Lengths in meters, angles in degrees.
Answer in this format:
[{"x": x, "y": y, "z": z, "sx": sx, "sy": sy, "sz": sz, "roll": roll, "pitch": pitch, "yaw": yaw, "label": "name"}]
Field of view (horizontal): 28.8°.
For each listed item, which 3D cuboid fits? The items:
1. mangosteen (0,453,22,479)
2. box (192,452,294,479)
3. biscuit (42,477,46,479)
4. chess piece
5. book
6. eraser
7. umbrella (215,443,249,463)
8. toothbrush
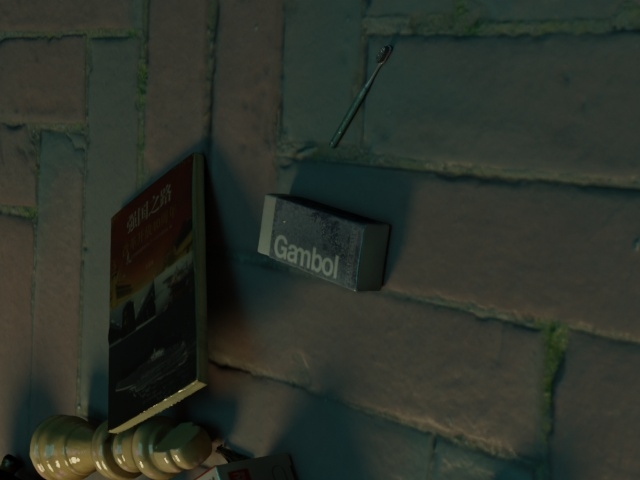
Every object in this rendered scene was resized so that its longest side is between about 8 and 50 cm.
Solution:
[{"x": -0.602, "y": 0.494, "z": 2.251, "sx": 0.235, "sy": 0.236, "sz": 0.261, "roll": -56, "pitch": 13, "yaw": 33, "label": "mangosteen"}, {"x": -0.088, "y": 0.395, "z": 1.708, "sx": 0.099, "sy": 0.133, "sz": 0.182, "roll": -40, "pitch": 60, "yaw": 42, "label": "box"}, {"x": -0.467, "y": 0.436, "z": 2.212, "sx": 0.087, "sy": 0.027, "sz": 0.089, "roll": 40, "pitch": 119, "yaw": 41, "label": "biscuit"}, {"x": -0.314, "y": 0.328, "z": 1.978, "sx": 0.397, "sy": 0.117, "sz": 0.117, "roll": -12, "pitch": 82, "yaw": 46, "label": "chess piece"}, {"x": -0.251, "y": 0.081, "z": 1.894, "sx": 0.262, "sy": 0.028, "sz": 0.373, "roll": -33, "pitch": 52, "yaw": 45, "label": "book"}, {"x": 0.000, "y": 0.000, "z": 1.661, "sx": 0.212, "sy": 0.046, "sz": 0.091, "roll": 18, "pitch": 105, "yaw": 46, "label": "eraser"}, {"x": -0.128, "y": 0.324, "z": 1.836, "sx": 0.083, "sy": 0.020, "sz": 0.031, "roll": 31, "pitch": 113, "yaw": 49, "label": "umbrella"}, {"x": 0.049, "y": -0.186, "z": 1.625, "sx": 0.011, "sy": 0.014, "sz": 0.167, "roll": 48, "pitch": 125, "yaw": 26, "label": "toothbrush"}]
